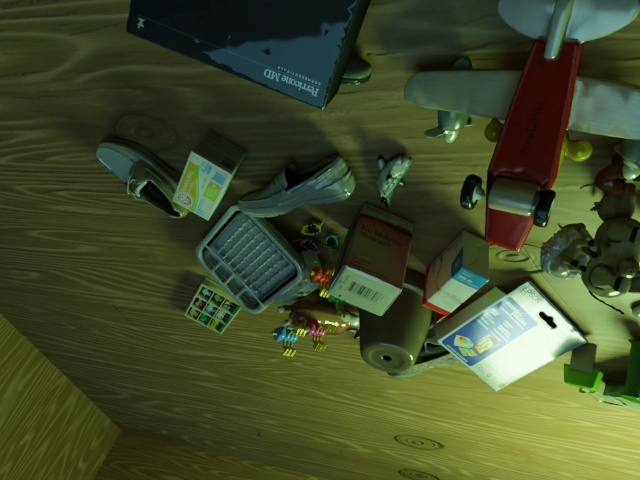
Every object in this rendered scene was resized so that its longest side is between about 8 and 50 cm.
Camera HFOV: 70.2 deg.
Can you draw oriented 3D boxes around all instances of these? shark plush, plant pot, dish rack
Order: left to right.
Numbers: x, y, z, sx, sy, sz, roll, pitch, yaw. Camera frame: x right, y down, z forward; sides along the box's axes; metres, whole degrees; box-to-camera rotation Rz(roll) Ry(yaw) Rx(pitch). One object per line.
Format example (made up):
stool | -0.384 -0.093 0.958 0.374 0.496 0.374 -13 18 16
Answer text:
dish rack | -0.206 0.053 1.358 0.285 0.072 0.333 47 134 -3
plant pot | 0.210 0.243 1.313 0.263 0.229 0.263 11 135 11
shark plush | 0.174 -0.129 1.077 0.067 0.073 0.161 -11 132 -10

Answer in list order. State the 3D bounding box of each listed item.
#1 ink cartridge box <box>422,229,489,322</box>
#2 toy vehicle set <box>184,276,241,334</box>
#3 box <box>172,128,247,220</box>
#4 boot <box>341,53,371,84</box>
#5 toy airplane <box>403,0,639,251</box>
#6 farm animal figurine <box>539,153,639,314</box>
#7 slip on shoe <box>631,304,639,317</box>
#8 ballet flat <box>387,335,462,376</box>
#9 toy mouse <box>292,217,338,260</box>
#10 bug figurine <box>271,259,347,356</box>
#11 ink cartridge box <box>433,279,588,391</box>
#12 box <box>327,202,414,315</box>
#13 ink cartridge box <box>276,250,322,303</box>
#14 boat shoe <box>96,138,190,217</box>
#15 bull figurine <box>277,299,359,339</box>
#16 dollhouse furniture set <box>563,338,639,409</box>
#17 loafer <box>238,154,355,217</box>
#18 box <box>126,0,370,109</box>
ink cartridge box | 0.337 0.099 1.184 0.078 0.134 0.231 25 137 -6
toy vehicle set | -0.398 0.250 1.697 0.166 0.035 0.267 30 137 -10
box | -0.291 -0.165 1.180 0.114 0.103 0.203 30 137 -10
boot | 0.000 -0.402 0.847 0.246 0.083 0.161 21 132 -2
toy airplane | 0.382 -0.224 0.783 0.384 0.272 0.386 -35 79 31
farm animal figurine | 0.634 -0.017 0.915 0.330 0.172 0.327 29 96 -9
slip on shoe | 0.863 0.188 1.139 0.135 0.041 0.051 1 134 20
ballet flat | 0.342 0.364 1.487 0.316 0.107 0.106 -22 119 25
toy mouse | 0.000 0.000 1.289 0.161 0.031 0.143 -21 123 36
bug figurine | -0.015 0.196 1.281 0.072 0.279 0.216 33 -179 43
ink cartridge box | 0.541 0.271 1.309 0.303 0.072 0.307 41 112 -20
box | 0.129 0.042 1.133 0.148 0.232 0.127 23 137 -3
ink cartridge box | -0.072 0.116 1.375 0.061 0.104 0.181 3 152 -39
boat shoe | -0.483 -0.170 1.250 0.302 0.103 0.113 29 137 -9
bull figurine | 0.012 0.258 1.461 0.310 0.101 0.188 25 148 -34
dollhouse furniture set | 0.873 0.394 1.331 0.301 0.151 0.197 30 161 -35
loafer | -0.072 -0.137 1.129 0.319 0.112 0.111 -12 124 21
box | -0.088 -0.429 0.715 0.343 0.179 0.312 22 118 -1
